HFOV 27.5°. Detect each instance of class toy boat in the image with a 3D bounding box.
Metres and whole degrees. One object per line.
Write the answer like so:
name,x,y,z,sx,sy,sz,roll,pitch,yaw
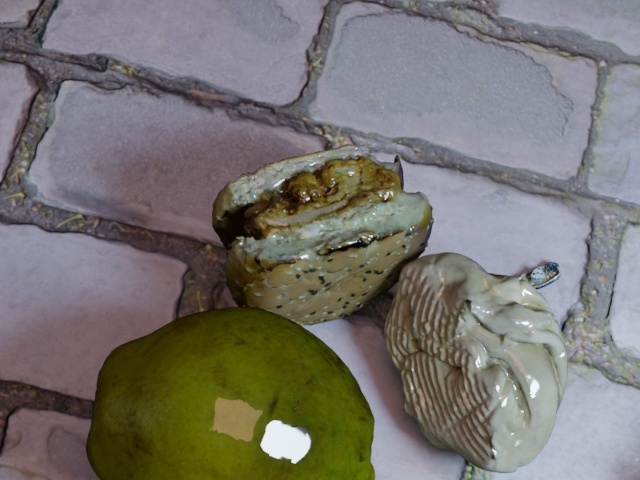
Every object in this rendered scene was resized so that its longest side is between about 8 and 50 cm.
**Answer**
toy boat,0.347,0.058,2.089,0.083,0.038,0.038,-22,67,-14

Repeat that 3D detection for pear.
pear,-0.114,0.265,1.811,0.414,0.352,0.351,12,64,-6

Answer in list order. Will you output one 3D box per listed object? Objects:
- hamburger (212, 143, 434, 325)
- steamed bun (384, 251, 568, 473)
hamburger,0.000,0.000,1.967,0.318,0.277,0.195,-18,62,-11
steamed bun,0.244,0.170,1.920,0.206,0.275,0.319,-8,92,-37
